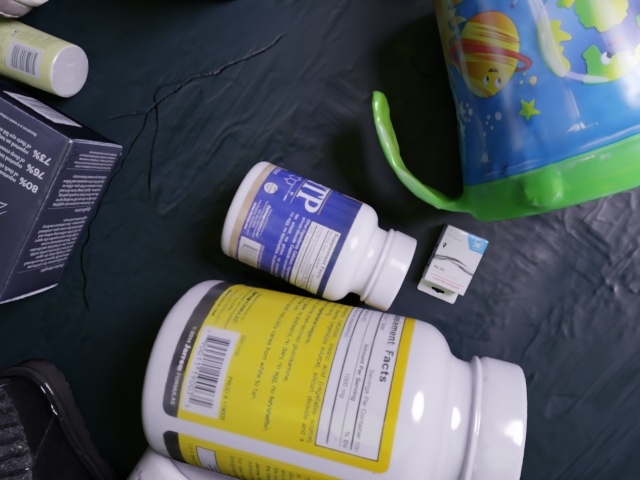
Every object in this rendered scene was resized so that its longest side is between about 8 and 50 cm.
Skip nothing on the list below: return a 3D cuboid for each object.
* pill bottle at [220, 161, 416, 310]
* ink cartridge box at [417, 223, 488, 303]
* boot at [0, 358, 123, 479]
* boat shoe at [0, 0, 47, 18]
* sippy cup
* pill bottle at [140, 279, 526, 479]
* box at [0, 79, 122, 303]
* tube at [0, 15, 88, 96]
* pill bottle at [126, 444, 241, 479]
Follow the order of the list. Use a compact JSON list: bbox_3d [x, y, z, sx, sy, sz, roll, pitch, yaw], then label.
[{"bbox_3d":[0.000,0.000,0.542,0.186,0.112,0.112,23,99,4],"label":"pill bottle"},{"bbox_3d":[0.147,0.028,0.569,0.048,0.028,0.083,23,99,4],"label":"ink cartridge box"},{"bbox_3d":[-0.351,0.319,0.547,0.131,0.260,0.348,-28,92,9],"label":"boot"},{"bbox_3d":[-0.421,-0.366,0.556,0.096,0.116,0.324,-36,87,14],"label":"boat shoe"},{"bbox_3d":[0.208,-0.159,0.436,0.305,0.240,0.224,-23,94,-14],"label":"sippy cup"},{"bbox_3d":[0.015,0.158,0.505,0.333,0.188,0.188,10,98,12],"label":"pill bottle"},{"bbox_3d":[-0.357,-0.058,0.583,0.153,0.108,0.207,31,100,3],"label":"box"},{"bbox_3d":[-0.393,-0.238,0.596,0.240,0.070,0.062,21,128,7],"label":"tube"},{"bbox_3d":[-0.184,0.339,0.541,0.131,0.131,0.229,32,86,3],"label":"pill bottle"}]
